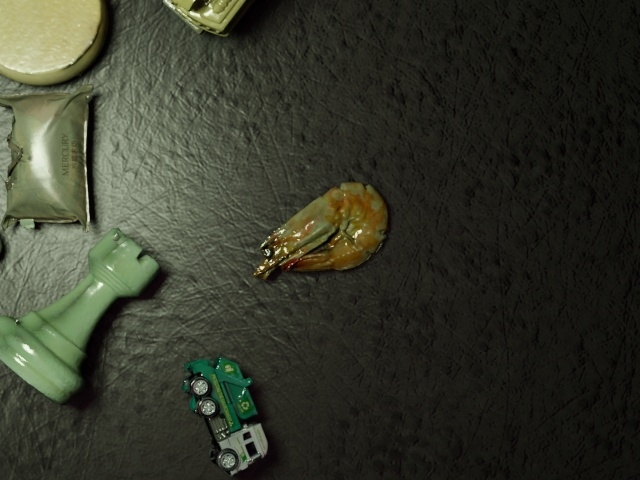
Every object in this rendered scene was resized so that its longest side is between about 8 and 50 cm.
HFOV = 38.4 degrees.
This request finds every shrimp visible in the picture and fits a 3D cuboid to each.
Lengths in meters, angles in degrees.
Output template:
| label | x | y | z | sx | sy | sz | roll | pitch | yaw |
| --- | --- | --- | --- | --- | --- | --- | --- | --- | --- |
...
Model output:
| label | x | y | z | sx | sy | sz | roll | pitch | yaw |
| --- | --- | --- | --- | --- | --- | --- | --- | --- | --- |
| shrimp | 0.000 | 0.000 | 1.733 | 0.294 | 0.062 | 0.154 | -29 | 97 | -8 |

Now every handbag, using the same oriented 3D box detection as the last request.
| label | x | y | z | sx | sy | sz | roll | pitch | yaw |
| --- | --- | --- | --- | --- | --- | --- | --- | --- | --- |
| handbag | -0.500 | -0.148 | 1.657 | 0.183 | 0.117 | 0.270 | 0 | 89 | 2 |

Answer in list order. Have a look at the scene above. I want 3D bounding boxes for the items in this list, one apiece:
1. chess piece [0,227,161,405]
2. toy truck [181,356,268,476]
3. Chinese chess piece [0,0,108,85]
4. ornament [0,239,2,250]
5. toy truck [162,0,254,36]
| label | x | y | z | sx | sy | sz | roll | pitch | yaw |
| --- | --- | --- | --- | --- | --- | --- | --- | --- | --- |
| chess piece | -0.424 | 0.124 | 1.629 | 0.194 | 0.194 | 0.299 | 41 | 75 | -4 |
| toy truck | -0.169 | 0.311 | 1.682 | 0.116 | 0.110 | 0.215 | -22 | 90 | -18 |
| Chinese chess piece | -0.512 | -0.406 | 1.669 | 0.251 | 0.097 | 0.250 | 0 | 88 | -7 |
| ornament | -0.630 | -0.029 | 1.658 | 0.075 | 0.081 | 0.156 | -33 | 89 | 27 |
| toy truck | -0.117 | -0.542 | 1.608 | 0.181 | 0.254 | 0.405 | 41 | 99 | -13 |
